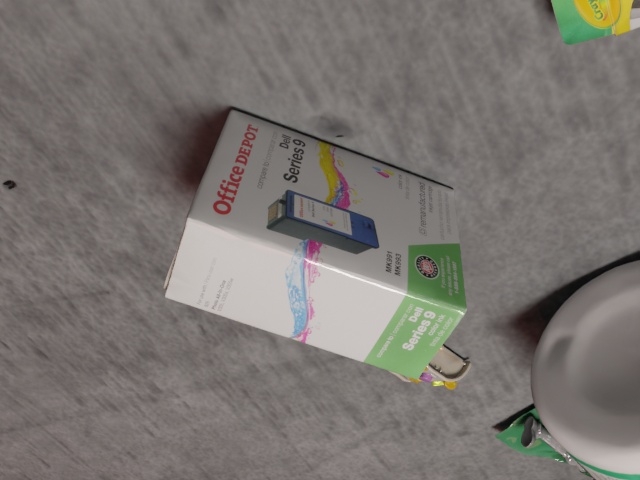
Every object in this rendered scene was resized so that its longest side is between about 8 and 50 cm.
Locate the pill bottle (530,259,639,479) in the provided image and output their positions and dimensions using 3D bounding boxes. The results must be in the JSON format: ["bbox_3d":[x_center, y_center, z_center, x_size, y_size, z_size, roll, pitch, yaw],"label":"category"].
[{"bbox_3d":[0.375,0.197,0.612,0.204,0.204,0.361,-32,119,29],"label":"pill bottle"}]

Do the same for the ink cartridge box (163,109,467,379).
[{"bbox_3d":[0.000,0.000,0.531,0.212,0.154,0.093,18,130,-7],"label":"ink cartridge box"}]

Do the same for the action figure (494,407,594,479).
[{"bbox_3d":[0.337,0.261,0.763,0.232,0.063,0.137,33,131,-18],"label":"action figure"}]

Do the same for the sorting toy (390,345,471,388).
[{"bbox_3d":[0.106,0.136,0.711,0.083,0.045,0.075,35,145,-20],"label":"sorting toy"}]

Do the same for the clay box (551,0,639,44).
[{"bbox_3d":[0.240,-0.213,0.383,0.222,0.053,0.127,-14,125,25],"label":"clay box"}]
